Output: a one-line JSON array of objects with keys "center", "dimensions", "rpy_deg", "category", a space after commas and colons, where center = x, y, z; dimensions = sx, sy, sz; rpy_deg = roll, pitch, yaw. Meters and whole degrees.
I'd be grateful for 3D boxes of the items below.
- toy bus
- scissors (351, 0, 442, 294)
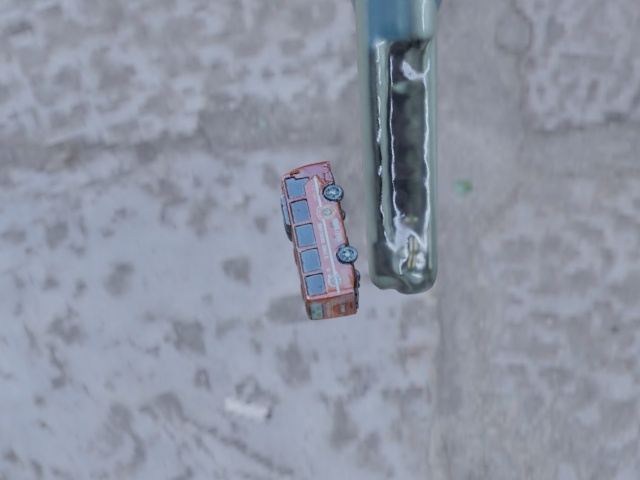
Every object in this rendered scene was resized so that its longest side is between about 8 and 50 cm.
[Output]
[{"center": [0.000, 0.000, 1.257], "dimensions": [0.043, 0.031, 0.110], "rpy_deg": [-11, 55, -2], "category": "toy bus"}, {"center": [0.032, -0.119, 0.810], "dimensions": [0.041, 0.138, 0.289], "rpy_deg": [-3, 99, 3], "category": "scissors"}]
